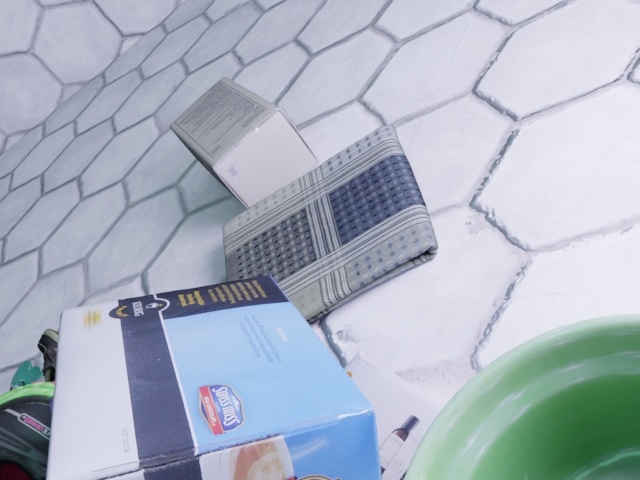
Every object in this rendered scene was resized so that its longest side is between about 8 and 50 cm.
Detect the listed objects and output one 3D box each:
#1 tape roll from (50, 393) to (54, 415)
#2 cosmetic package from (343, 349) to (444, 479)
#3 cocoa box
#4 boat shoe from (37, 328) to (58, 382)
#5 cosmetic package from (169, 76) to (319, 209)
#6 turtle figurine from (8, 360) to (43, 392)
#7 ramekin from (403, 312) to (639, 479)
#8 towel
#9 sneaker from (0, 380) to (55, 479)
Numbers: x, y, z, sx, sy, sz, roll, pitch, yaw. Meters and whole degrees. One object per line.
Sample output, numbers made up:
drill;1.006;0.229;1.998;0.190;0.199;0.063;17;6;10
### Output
tape roll;-0.228;0.227;0.964;0.080;0.189;0.189;-42;32;-3
cosmetic package;0.086;0.200;0.787;0.099;0.060;0.239;-47;32;-11
cocoa box;-0.100;0.197;0.707;0.228;0.231;0.347;-10;16;-14
boat shoe;-0.415;0.204;1.294;0.224;0.080;0.073;14;56;48
cosmetic package;-0.142;-0.173;1.418;0.153;0.129;0.296;-41;31;-3
turtle figurine;-0.508;0.276;1.256;0.234;0.175;0.118;115;145;-41
ramekin;0.215;0.214;0.550;0.303;0.148;0.303;-27;34;21
towel;0.000;0.000;1.145;0.324;0.056;0.312;-30;36;14
sneaker;-0.513;0.357;1.115;0.483;0.185;0.202;-30;30;20
